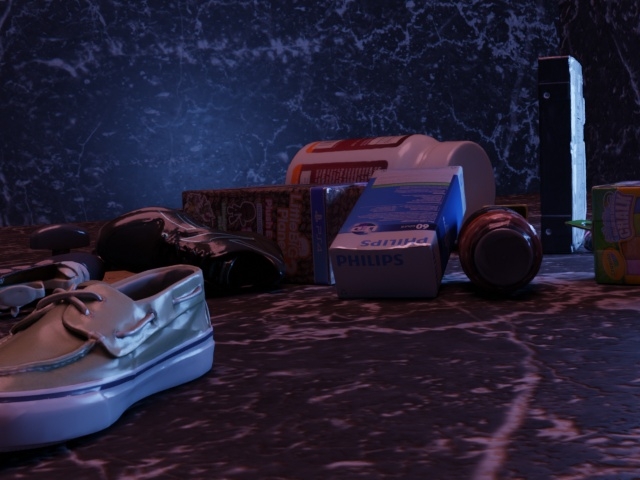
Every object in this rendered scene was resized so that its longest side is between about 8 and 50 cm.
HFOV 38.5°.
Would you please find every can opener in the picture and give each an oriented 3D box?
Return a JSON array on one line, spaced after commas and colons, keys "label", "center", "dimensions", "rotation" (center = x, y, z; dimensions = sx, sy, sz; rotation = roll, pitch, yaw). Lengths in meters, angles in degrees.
[{"label": "can opener", "center": [-0.364, 0.017, 1.599], "dimensions": [0.074, 0.093, 0.280], "rotation": [1, 1, 44]}]

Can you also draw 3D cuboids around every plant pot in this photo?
[{"label": "plant pot", "center": [0.342, -0.020, 1.684], "dimensions": [0.082, 0.081, 0.083], "rotation": [-2, -5, 15]}]

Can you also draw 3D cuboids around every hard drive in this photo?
[{"label": "hard drive", "center": [0.441, -0.155, 1.666], "dimensions": [0.064, 0.338, 0.237], "rotation": [-1, 4, 20]}]

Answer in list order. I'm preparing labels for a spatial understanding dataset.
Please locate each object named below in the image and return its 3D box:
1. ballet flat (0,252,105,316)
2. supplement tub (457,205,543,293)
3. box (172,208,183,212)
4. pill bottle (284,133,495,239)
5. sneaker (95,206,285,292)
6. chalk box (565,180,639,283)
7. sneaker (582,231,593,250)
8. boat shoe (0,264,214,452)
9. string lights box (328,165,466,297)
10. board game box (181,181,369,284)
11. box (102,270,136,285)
[{"label": "ballet flat", "center": [-0.355, 0.060, 1.170], "dimensions": [0.203, 0.074, 0.074], "rotation": [-8, 7, -41]}, {"label": "supplement tub", "center": [0.230, 0.012, 1.185], "dimensions": [0.106, 0.106, 0.198], "rotation": [-2, 5, 9]}, {"label": "box", "center": [-0.265, -0.058, 2.525], "dimensions": [0.296, 0.073, 0.293], "rotation": [2, 7, 38]}, {"label": "pill bottle", "center": [0.138, -0.099, 1.861], "dimensions": [0.392, 0.224, 0.224], "rotation": [2, 7, 41]}, {"label": "sneaker", "center": [-0.174, 0.017, 1.265], "dimensions": [0.267, 0.101, 0.106], "rotation": [6, 13, -15]}, {"label": "chalk box", "center": [0.435, -0.012, 1.209], "dimensions": [0.213, 0.132, 0.132], "rotation": [0, 6, 36]}, {"label": "sneaker", "center": [0.509, 0.001, 1.564], "dimensions": [0.119, 0.047, 0.057], "rotation": [-5, 16, -7]}, {"label": "boat shoe", "center": [-0.175, 0.077, 0.678], "dimensions": [0.109, 0.094, 0.302], "rotation": [-1, 5, 19]}, {"label": "string lights box", "center": [0.112, -0.018, 1.251], "dimensions": [0.133, 0.076, 0.259], "rotation": [-1, 27, 19]}, {"label": "board game box", "center": [-0.036, -0.018, 1.469], "dimensions": [0.291, 0.141, 0.232], "rotation": [1, 6, 37]}, {"label": "box", "center": [-0.288, 0.062, 1.371], "dimensions": [0.201, 0.021, 0.164], "rotation": [-4, 5, -20]}]
